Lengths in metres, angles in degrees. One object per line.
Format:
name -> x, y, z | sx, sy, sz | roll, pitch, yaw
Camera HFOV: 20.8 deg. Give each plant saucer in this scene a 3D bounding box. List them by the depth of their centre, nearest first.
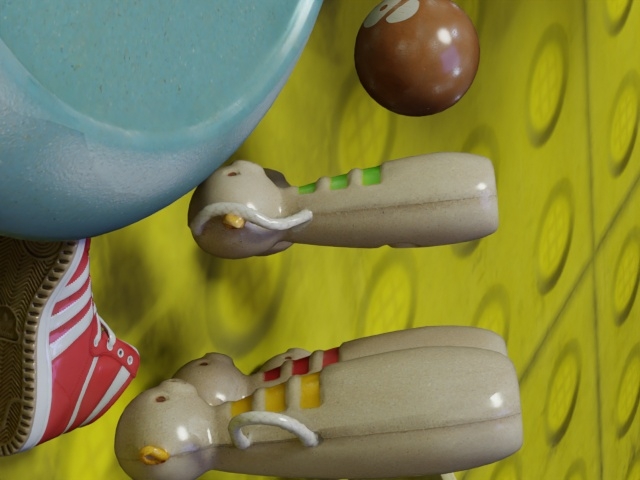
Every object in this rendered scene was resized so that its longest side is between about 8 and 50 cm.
plant saucer -> -0.069, -0.156, 0.597 | 0.317, 0.044, 0.317 | -14, 106, -58

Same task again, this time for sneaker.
sneaker -> -0.097, 0.021, 0.668 | 0.067, 0.042, 0.118 | -5, 110, -62

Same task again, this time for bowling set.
bowling set -> 0.000, 0.000, 0.762 | 0.287, 0.154, 0.199 | 45, 39, -84

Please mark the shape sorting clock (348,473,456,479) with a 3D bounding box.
shape sorting clock -> 0.054, 0.199, 0.916 | 0.040, 0.206, 0.206 | -10, 117, -20
